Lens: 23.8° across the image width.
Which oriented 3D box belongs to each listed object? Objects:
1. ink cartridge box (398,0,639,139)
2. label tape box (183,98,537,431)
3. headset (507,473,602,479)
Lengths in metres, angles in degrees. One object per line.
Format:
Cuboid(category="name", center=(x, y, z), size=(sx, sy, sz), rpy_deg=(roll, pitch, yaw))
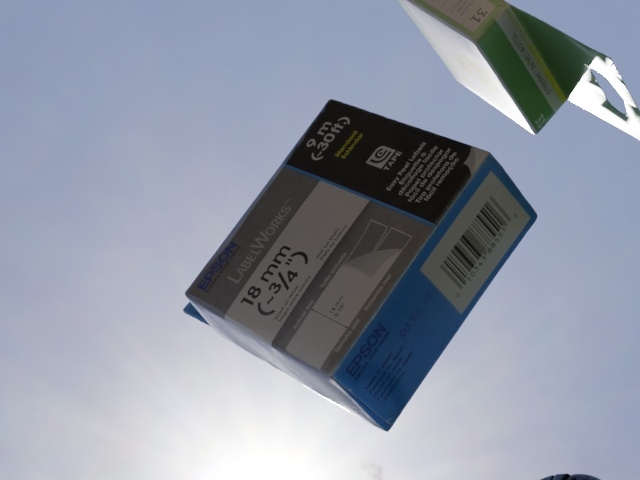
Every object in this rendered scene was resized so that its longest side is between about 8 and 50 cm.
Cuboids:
Cuboid(category="ink cartridge box", center=(0.185, -0.155, 1.377), size=(0.056, 0.171, 0.235), rpy_deg=(-48, -128, -1))
Cuboid(category="label tape box", center=(0.000, 0.000, 1.413), size=(0.334, 0.106, 0.240), rpy_deg=(24, -106, 48))
Cuboid(category="headset", center=(0.124, 0.319, 1.315), size=(0.185, 0.394, 0.243), rpy_deg=(34, -122, -16))
